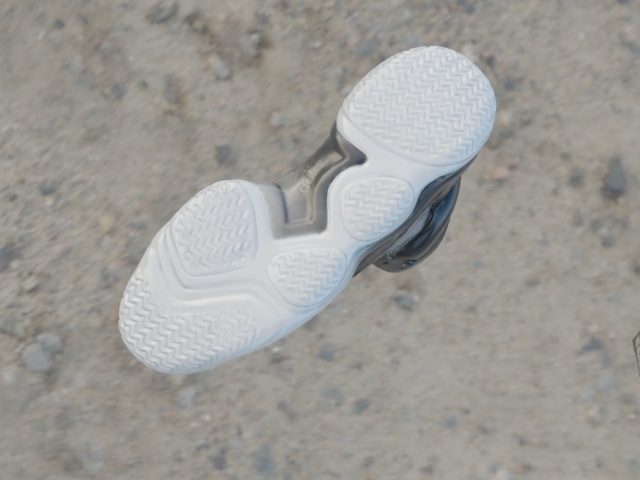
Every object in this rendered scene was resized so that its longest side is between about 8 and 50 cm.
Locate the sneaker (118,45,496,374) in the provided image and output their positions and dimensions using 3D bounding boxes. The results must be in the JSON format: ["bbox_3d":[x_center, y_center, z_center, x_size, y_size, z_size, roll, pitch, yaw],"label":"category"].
[{"bbox_3d":[0.000,0.000,0.982,0.269,0.153,0.101,-39,73,-6],"label":"sneaker"}]

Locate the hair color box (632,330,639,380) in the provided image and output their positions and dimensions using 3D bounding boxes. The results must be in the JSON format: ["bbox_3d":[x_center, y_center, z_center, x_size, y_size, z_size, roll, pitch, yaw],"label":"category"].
[{"bbox_3d":[0.312,0.117,1.128,0.167,0.053,0.093,25,31,-12],"label":"hair color box"}]
